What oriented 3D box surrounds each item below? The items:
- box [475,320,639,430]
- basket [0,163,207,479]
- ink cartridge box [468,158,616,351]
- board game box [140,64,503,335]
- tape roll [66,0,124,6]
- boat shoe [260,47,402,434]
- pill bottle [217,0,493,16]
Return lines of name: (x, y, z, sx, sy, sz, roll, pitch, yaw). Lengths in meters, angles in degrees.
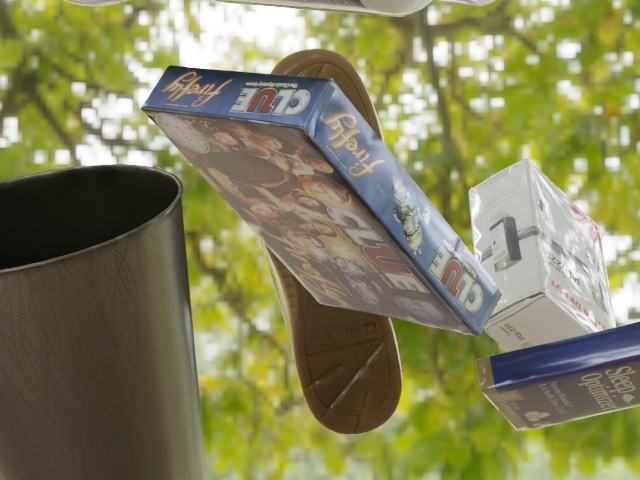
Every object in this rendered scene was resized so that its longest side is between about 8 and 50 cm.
box: (0.261, 0.112, 1.461, 0.225, 0.036, 0.136, -16, -26, 15)
basket: (-0.163, 0.086, 1.093, 0.204, 0.227, 0.154, -8, 24, 10)
ink cartridge box: (0.253, 0.039, 1.906, 0.092, 0.218, 0.158, -30, -52, 29)
board game box: (0.004, -0.027, 1.183, 0.165, 0.042, 0.243, 9, -29, 45)
tape roll: (-0.165, -0.391, 1.409, 0.072, 0.392, 0.392, 26, 6, 25)
boat shoe: (0.000, 0.000, 1.505, 0.121, 0.341, 0.110, -6, 4, -6)
pill bottle: (0.027, -0.356, 1.852, 0.363, 0.210, 0.210, 11, 2, 33)
